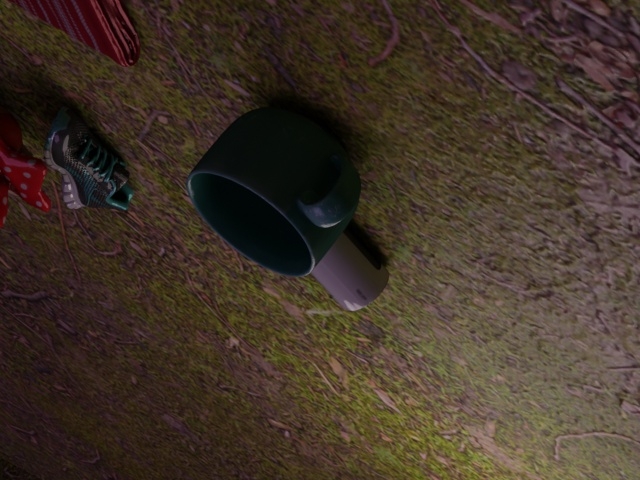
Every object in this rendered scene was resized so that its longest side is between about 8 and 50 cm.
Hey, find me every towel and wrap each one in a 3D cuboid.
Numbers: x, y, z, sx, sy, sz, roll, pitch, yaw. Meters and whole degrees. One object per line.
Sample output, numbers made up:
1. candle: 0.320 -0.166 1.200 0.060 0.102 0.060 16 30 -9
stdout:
1. towel: -0.280 -0.263 1.554 0.274 0.031 0.199 31 161 24

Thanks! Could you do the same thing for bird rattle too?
1. bird rattle: -0.357 -0.115 1.890 0.253 0.143 0.207 38 -176 16

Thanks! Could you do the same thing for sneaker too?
1. sneaker: -0.234 -0.081 1.852 0.076 0.065 0.166 15 157 14

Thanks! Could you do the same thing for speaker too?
1. speaker: 0.000 0.000 1.612 0.136 0.055 0.055 48 158 -24

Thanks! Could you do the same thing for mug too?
1. mug: -0.021 -0.043 1.488 0.157 0.097 0.129 25 154 26
